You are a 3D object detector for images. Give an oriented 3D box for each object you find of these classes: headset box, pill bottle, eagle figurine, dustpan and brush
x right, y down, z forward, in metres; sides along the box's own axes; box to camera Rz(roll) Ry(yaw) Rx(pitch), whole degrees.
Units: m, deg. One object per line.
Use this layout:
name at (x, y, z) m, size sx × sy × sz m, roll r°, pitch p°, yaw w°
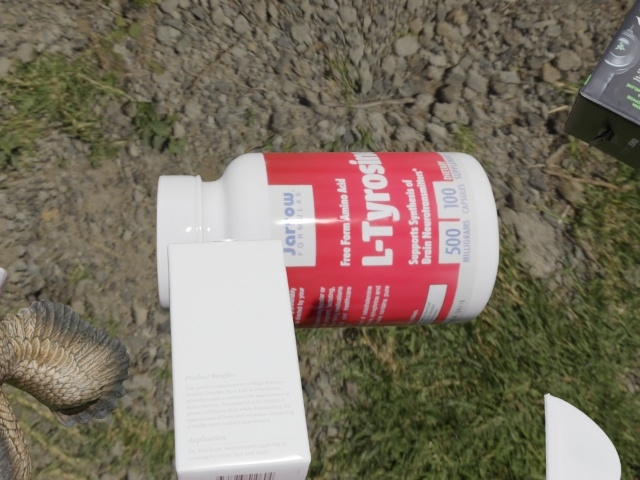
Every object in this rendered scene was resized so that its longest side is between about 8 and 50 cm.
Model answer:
headset box at (0.454, -0.243, 1.075) m, size 0.131 × 0.246 × 0.283 m, roll 31°, pitch 94°, yaw 12°
pill bottle at (0.000, 0.000, 1.029) m, size 0.408 × 0.229 × 0.228 m, roll -1°, pitch 99°, yaw -9°
eagle figurine at (-0.356, 0.164, 0.896) m, size 0.298 × 0.225 × 0.226 m, roll 44°, pitch 87°, yaw -17°
dustpan and brush at (0.379, 0.315, 1.094) m, size 0.211 × 0.147 × 0.060 m, roll 23°, pitch 138°, yaw -12°

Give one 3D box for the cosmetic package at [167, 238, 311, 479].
cosmetic package at (-0.083, 0.115, 0.751) m, size 0.118 × 0.085 × 0.231 m, roll -1°, pitch 55°, yaw -10°
